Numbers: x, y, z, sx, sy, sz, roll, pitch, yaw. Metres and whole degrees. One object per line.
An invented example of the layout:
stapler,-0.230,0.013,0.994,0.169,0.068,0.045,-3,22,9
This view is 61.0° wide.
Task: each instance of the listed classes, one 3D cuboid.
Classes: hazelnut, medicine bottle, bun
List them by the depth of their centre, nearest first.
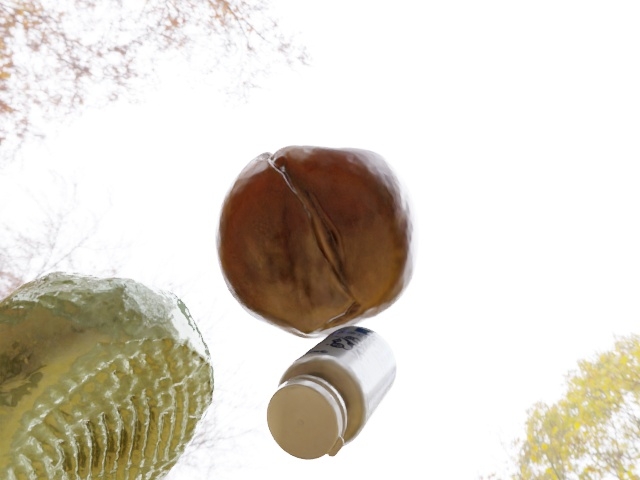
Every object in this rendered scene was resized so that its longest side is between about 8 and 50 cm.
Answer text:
bun,-0.171,0.104,0.376,0.118,0.195,0.196,39,-76,35
medicine bottle,0.016,0.171,0.626,0.106,0.191,0.107,3,-83,22
hazelnut,0.000,0.000,0.943,0.371,0.373,0.316,2,-41,14
